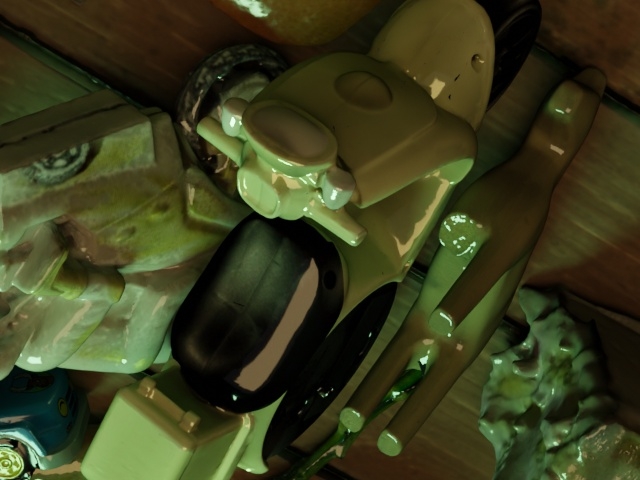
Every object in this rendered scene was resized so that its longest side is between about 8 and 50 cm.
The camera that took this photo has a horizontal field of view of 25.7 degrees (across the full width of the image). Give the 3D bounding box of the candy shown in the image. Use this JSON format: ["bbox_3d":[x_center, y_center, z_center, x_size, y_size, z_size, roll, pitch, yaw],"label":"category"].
[{"bbox_3d":[0.226,0.149,1.037,0.195,0.184,0.137,22,119,-16],"label":"candy"}]

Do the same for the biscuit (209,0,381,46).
[{"bbox_3d":[-0.014,-0.227,0.911,0.192,0.036,0.186,-39,111,20],"label":"biscuit"}]

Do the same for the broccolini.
[{"bbox_3d":[0.013,0.170,1.108,0.254,0.057,0.071,-41,153,20],"label":"broccolini"}]

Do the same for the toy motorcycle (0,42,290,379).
[{"bbox_3d":[-0.152,0.008,0.945,0.341,0.108,0.222,-26,131,-27],"label":"toy motorcycle"}]

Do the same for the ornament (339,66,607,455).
[{"bbox_3d":[0.117,0.002,0.972,0.061,0.245,0.230,31,140,13],"label":"ornament"}]

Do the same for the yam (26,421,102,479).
[{"bbox_3d":[-0.192,0.170,1.105,0.241,0.057,0.056,-11,116,2],"label":"yam"}]

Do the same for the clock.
[{"bbox_3d":[0.000,0.000,0.911,0.120,0.276,0.379,34,115,19],"label":"clock"}]

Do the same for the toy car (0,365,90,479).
[{"bbox_3d":[-0.277,0.124,1.053,0.191,0.097,0.100,-7,115,2],"label":"toy car"}]
